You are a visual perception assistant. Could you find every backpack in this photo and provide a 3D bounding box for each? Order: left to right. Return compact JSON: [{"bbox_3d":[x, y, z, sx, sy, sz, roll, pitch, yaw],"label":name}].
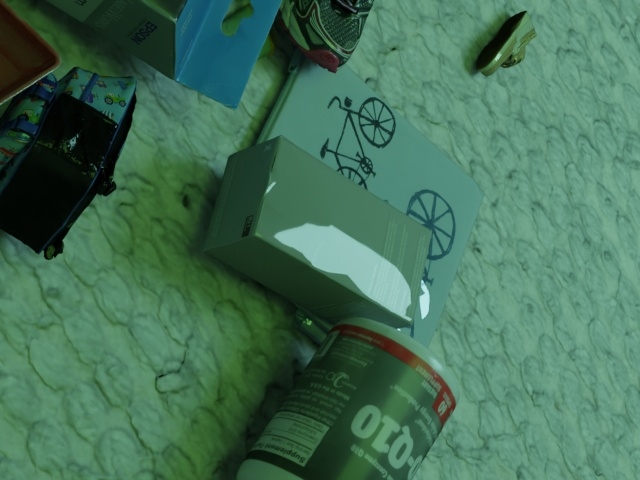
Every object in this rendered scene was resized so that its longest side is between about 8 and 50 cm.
[{"bbox_3d":[-0.250,-0.096,1.428,0.117,0.158,0.173,30,47,-16],"label":"backpack"}]

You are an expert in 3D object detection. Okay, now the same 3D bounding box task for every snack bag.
[{"bbox_3d":[0.037,-0.027,1.760,0.342,0.037,0.323,40,56,-27],"label":"snack bag"}]

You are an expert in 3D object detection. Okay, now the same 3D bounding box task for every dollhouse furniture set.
[{"bbox_3d":[-0.088,-0.270,1.673,0.076,0.059,0.151,-40,109,-40],"label":"dollhouse furniture set"}]

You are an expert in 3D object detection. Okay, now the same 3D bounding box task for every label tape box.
[{"bbox_3d":[-0.171,-0.329,1.520,0.348,0.115,0.249,30,62,-18],"label":"label tape box"}]

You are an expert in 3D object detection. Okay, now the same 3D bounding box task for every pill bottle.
[{"bbox_3d":[0.013,0.236,1.583,0.161,0.161,0.283,47,64,-27],"label":"pill bottle"}]

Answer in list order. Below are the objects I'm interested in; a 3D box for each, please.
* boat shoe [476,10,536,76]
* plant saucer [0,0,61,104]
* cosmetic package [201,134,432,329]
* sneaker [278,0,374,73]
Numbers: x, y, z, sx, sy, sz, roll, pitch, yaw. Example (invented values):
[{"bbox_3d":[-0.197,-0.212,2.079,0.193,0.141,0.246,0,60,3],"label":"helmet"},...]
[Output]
[{"bbox_3d":[0.253,-0.255,1.996,0.045,0.050,0.135,52,52,-16],"label":"boat shoe"},{"bbox_3d":[-0.405,-0.173,1.308,0.258,0.047,0.259,43,50,5],"label":"plant saucer"},{"bbox_3d":[0.000,0.000,1.630,0.238,0.107,0.127,31,60,-29],"label":"cosmetic package"},{"bbox_3d":[0.032,-0.332,1.744,0.121,0.112,0.299,36,55,-38],"label":"sneaker"}]
